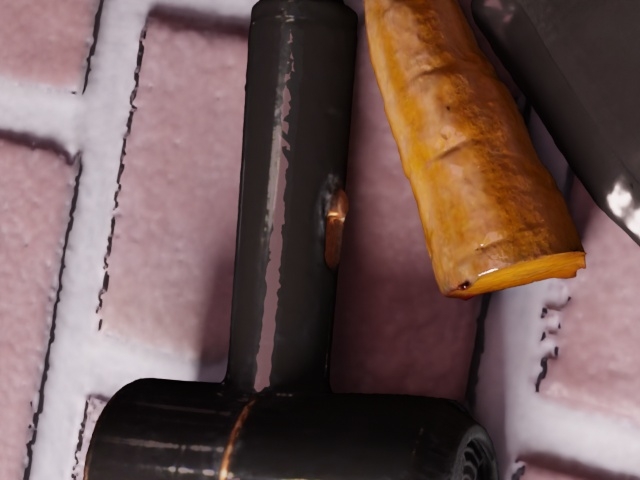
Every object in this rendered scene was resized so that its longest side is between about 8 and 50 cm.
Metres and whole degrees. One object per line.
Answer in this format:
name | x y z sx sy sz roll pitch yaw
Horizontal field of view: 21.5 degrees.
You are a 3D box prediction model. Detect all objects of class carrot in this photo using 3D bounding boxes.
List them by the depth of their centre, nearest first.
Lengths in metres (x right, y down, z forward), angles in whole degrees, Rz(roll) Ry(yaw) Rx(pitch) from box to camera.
carrot | 0.061 -0.069 0.823 0.072 0.072 0.205 -28 69 22

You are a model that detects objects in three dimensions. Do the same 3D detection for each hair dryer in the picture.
hair dryer | 0.000 0.000 0.833 0.189 0.107 0.352 2 84 23

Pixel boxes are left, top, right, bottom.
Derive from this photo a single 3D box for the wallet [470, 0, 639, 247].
wallet | 0.218 -0.050 0.721 0.247 0.041 0.323 -46 69 40
